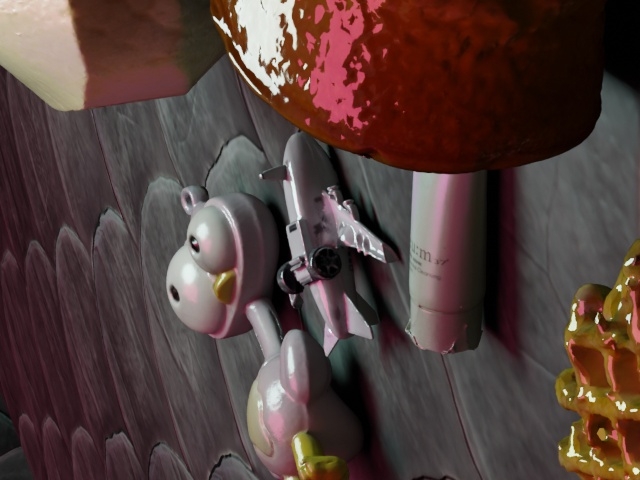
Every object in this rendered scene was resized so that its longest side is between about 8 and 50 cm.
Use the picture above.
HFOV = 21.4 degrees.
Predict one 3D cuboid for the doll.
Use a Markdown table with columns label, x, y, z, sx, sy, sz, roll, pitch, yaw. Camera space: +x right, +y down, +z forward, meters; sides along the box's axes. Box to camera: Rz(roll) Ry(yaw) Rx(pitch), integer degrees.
| label | x | y | z | sx | sy | sz | roll | pitch | yaw |
| --- | --- | --- | --- | --- | --- | --- | --- | --- | --- |
| doll | -0.051 | 0.086 | 1.469 | 0.160 | 0.094 | 0.365 | 101 | 148 | -47 |

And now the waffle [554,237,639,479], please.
| label | x | y | z | sx | sy | sz | roll | pitch | yaw |
| --- | --- | --- | --- | --- | --- | --- | --- | --- | --- |
| waffle | 0.193 | 0.124 | 0.849 | 0.249 | 0.056 | 0.253 | -126 | 30 | -49 |

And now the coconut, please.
| label | x | y | z | sx | sy | sz | roll | pitch | yaw |
| --- | --- | --- | --- | --- | --- | --- | --- | --- | --- |
| coconut | -0.188 | -0.224 | 1.391 | 0.259 | 0.259 | 0.259 | 165 | 90 | -72 |

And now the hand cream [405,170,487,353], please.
| label | x | y | z | sx | sy | sz | roll | pitch | yaw |
| --- | --- | --- | --- | --- | --- | --- | --- | --- | --- |
| hand cream | 0.082 | -0.027 | 1.072 | 0.078 | 0.050 | 0.205 | -135 | 39 | -57 |

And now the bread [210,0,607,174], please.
| label | x | y | z | sx | sy | sz | roll | pitch | yaw |
| --- | --- | --- | --- | --- | --- | --- | --- | --- | --- |
| bread | 0.044 | -0.137 | 0.874 | 0.270 | 0.195 | 0.143 | -118 | 29 | -45 |

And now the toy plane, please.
| label | x | y | z | sx | sy | sz | roll | pitch | yaw |
| --- | --- | --- | --- | --- | --- | --- | --- | --- | --- |
| toy plane | 0.000 | 0.000 | 1.308 | 0.162 | 0.065 | 0.171 | -28 | 82 | 59 |
